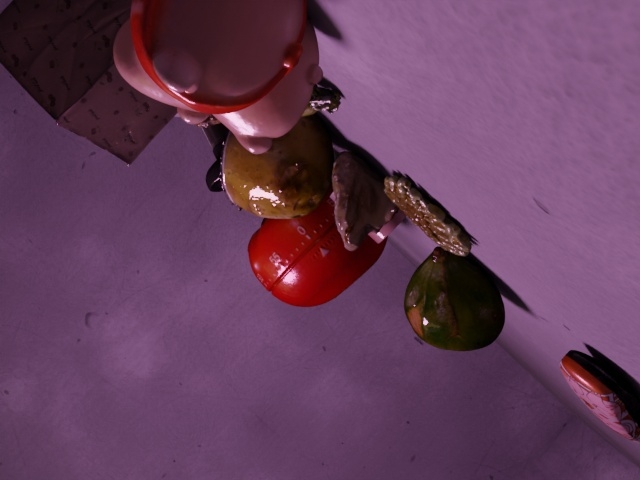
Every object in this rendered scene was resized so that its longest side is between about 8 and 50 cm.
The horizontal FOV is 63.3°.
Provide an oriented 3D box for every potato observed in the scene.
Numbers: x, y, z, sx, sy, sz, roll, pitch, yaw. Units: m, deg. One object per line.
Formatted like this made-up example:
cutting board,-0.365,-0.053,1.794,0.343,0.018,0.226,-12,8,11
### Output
potato,-0.057,-0.152,1.071,0.196,0.246,0.300,19,-164,12

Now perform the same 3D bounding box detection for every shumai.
shumai,0.088,-0.074,0.989,0.201,0.120,0.201,-4,-90,-84

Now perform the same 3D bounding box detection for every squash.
squash,-0.067,-0.240,0.792,0.318,0.080,0.071,-135,35,-57

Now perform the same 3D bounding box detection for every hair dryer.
hair dryer,-0.310,-0.243,1.164,0.320,0.284,0.156,57,145,-1

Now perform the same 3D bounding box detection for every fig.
fig,0.259,0.101,1.010,0.195,0.195,0.244,-133,28,-57

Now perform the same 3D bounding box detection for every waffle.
waffle,0.174,-0.041,0.864,0.183,0.036,0.169,42,-179,-1

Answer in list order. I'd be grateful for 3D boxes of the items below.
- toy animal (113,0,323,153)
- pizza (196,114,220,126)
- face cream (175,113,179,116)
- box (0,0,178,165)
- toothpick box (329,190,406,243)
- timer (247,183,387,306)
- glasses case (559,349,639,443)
toy animal,-0.081,-0.174,0.448,0.171,0.171,0.198,44,-175,13
pizza,-0.192,-0.318,1.106,0.053,0.193,0.201,107,153,-47
face cream,-0.285,-0.349,0.999,0.177,0.177,0.153,44,176,23
box,-0.313,-0.312,0.809,0.225,0.297,0.190,44,-177,17
toothpick box,0.106,-0.078,1.130,0.149,0.098,0.098,44,-177,1
timer,0.000,0.000,1.348,0.279,0.378,0.378,46,-177,3
glasses case,0.475,0.261,0.856,0.267,0.067,0.103,42,-176,-36
